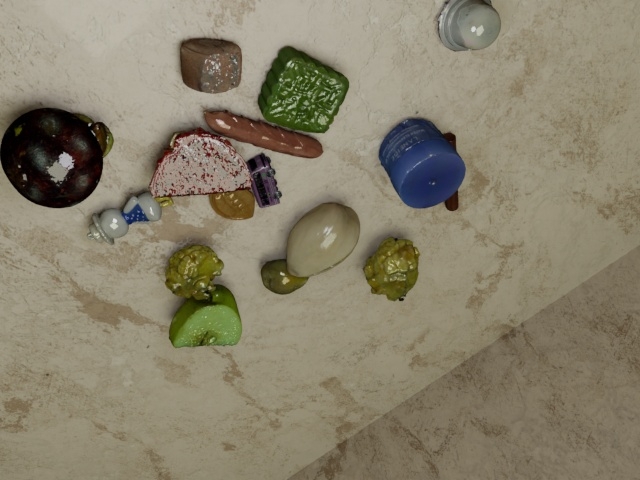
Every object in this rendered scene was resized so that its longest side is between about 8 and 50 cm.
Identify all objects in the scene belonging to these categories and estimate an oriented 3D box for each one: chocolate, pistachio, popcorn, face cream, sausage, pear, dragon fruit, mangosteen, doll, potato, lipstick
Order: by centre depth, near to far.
[{"bbox_3d":[-0.725,-0.232,1.677,0.288,0.288,0.287,-13,133,-14],"label":"mangosteen"},{"bbox_3d":[-0.379,-0.259,1.890,0.317,0.152,0.204,-4,119,-12],"label":"dragon fruit"},{"bbox_3d":[0.485,-0.663,1.897,0.222,0.147,0.221,-15,136,-15],"label":"chocolate"},{"bbox_3d":[-0.178,-0.335,1.939,0.434,0.087,0.087,12,123,-32],"label":"sausage"},{"bbox_3d":[-0.619,-0.077,1.961,0.293,0.119,0.138,-29,151,-5],"label":"doll"},{"bbox_3d":[0.349,-0.272,2.132,0.249,0.225,0.248,-13,137,-13],"label":"face cream"},{"bbox_3d":[-0.447,0.115,2.161,0.189,0.169,0.218,20,125,-34],"label":"popcorn"},{"bbox_3d":[0.000,0.000,2.234,0.332,0.226,0.208,-42,174,5],"label":"pistachio"},{"bbox_3d":[-0.435,0.278,2.326,0.293,0.159,0.292,-15,134,-16],"label":"pear"},{"bbox_3d":[0.499,-0.255,2.332,0.057,0.057,0.356,-20,135,-6],"label":"lipstick"},{"bbox_3d":[-0.128,0.129,2.348,0.194,0.157,0.157,-24,140,-35],"label":"potato"},{"bbox_3d":[0.296,0.120,2.473,0.252,0.215,0.286,-25,139,-10],"label":"popcorn"}]

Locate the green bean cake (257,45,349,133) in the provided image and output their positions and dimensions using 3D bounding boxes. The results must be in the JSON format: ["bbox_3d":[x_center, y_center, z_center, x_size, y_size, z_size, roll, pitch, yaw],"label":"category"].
[{"bbox_3d":[-0.048,-0.450,1.864,0.248,0.124,0.222,11,124,-31],"label":"green bean cake"}]

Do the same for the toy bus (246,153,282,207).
[{"bbox_3d":[-0.195,-0.199,2.051,0.099,0.086,0.178,-18,135,-5],"label":"toy bus"}]

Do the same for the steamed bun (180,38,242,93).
[{"bbox_3d":[-0.308,-0.490,1.726,0.175,0.106,0.144,-8,132,-20],"label":"steamed bun"}]

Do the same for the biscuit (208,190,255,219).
[{"bbox_3d":[-0.306,-0.140,2.095,0.142,0.028,0.220,-30,135,4],"label":"biscuit"}]
